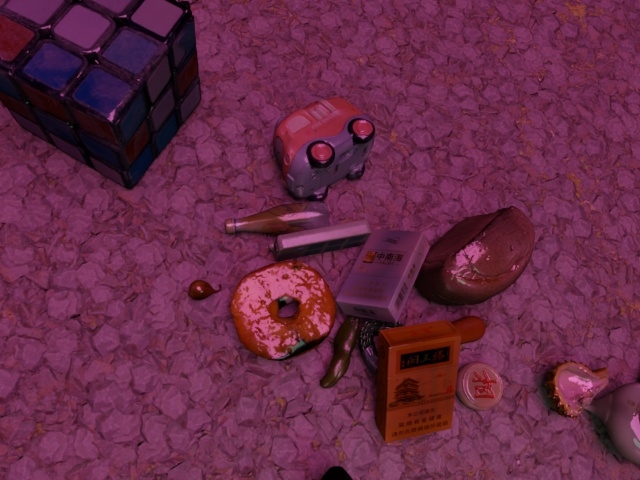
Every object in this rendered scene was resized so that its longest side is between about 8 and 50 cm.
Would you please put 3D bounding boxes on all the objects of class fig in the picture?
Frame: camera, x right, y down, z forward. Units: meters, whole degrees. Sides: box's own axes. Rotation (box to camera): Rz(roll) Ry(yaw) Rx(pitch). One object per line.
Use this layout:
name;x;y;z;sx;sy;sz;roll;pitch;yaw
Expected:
fig;-0.282;0.120;1.288;0.083;0.050;0.050;-2;71;-32

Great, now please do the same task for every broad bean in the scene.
broad bean;0.056;0.266;1.293;0.048;0.070;0.213;37;68;-26

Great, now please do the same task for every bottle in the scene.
bottle;-0.111;-0.051;1.354;0.270;0.083;0.083;-7;74;-12

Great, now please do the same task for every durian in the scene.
durian;0.668;0.381;1.376;0.225;0.078;0.140;-13;62;-26

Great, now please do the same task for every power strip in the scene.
power strip;0.000;0.000;1.341;0.271;0.118;0.046;-10;77;-14

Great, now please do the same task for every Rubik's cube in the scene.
Rubik's cube;-0.520;-0.389;1.248;0.362;0.359;0.363;27;72;-3

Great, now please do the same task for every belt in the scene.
belt;0.157;0.267;1.311;0.121;0.079;0.151;-5;60;-4

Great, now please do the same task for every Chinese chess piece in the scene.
Chinese chess piece;0.403;0.371;1.335;0.122;0.051;0.121;3;71;-10

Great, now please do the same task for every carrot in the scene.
carrot;0.312;0.245;1.316;0.336;0.069;0.069;-10;74;-33

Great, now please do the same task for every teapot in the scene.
teapot;0.863;0.441;1.351;0.319;0.149;0.219;-25;72;-17

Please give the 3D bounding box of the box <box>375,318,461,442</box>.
box;0.222;0.328;1.219;0.175;0.076;0.273;-7;115;-14

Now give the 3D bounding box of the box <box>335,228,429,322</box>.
box;0.159;0.081;1.312;0.155;0.067;0.242;4;51;35

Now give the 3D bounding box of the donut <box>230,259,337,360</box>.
donut;-0.090;0.169;1.269;0.254;0.118;0.253;4;71;-13

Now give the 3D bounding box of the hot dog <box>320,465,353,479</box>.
hot dog;0.072;0.654;1.133;0.107;0.194;0.325;-32;75;10

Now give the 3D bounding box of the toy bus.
toy bus;-0.002;-0.262;1.395;0.288;0.194;0.232;-32;73;-19

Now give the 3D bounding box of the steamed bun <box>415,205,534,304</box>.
steamed bun;0.408;0.062;1.347;0.301;0.251;0.199;-37;96;-22
